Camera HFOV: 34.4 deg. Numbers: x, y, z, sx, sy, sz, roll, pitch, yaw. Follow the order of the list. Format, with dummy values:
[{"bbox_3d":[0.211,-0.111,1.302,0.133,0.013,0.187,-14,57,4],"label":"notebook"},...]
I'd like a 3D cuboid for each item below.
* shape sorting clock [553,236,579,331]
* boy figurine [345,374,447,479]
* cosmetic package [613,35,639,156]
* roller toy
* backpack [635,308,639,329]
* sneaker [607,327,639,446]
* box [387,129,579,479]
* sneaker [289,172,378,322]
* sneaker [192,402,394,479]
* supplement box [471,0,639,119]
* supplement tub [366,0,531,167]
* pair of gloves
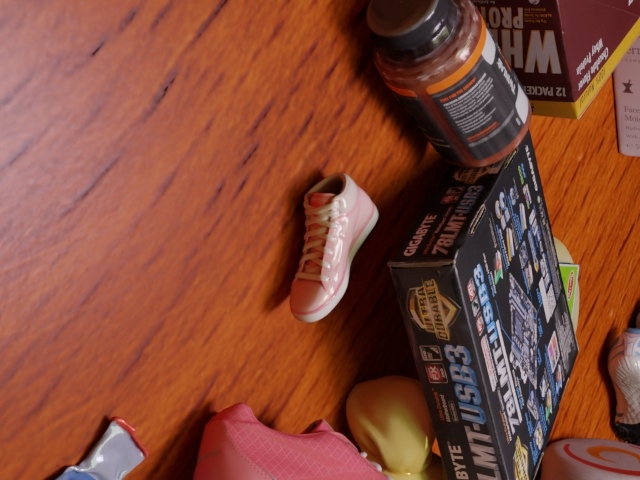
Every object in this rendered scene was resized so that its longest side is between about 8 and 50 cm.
[{"bbox_3d":[0.252,0.094,1.249,0.206,0.040,0.206,-7,101,-40],"label":"shape sorting clock"},{"bbox_3d":[0.067,0.271,1.017,0.177,0.092,0.285,-23,116,-47],"label":"boy figurine"},{"bbox_3d":[0.495,-0.220,1.390,0.151,0.151,0.183,-42,129,-38],"label":"cosmetic package"},{"bbox_3d":[0.379,0.354,1.365,0.191,0.209,0.146,5,97,-14],"label":"roller toy"},{"bbox_3d":[0.534,0.141,1.584,0.084,0.105,0.114,-74,149,-45],"label":"backpack"},{"bbox_3d":[0.482,0.228,1.555,0.086,0.085,0.237,-57,142,-37],"label":"sneaker"},{"bbox_3d":[0.176,0.075,1.037,0.293,0.073,0.295,-51,130,-51],"label":"box"},{"bbox_3d":[0.000,0.000,0.890,0.134,0.051,0.070,-61,138,-26],"label":"sneaker"},{"bbox_3d":[0.027,0.221,0.877,0.314,0.116,0.136,26,48,-33],"label":"sneaker"},{"bbox_3d":[0.227,-0.259,1.048,0.191,0.129,0.194,-49,134,-33],"label":"supplement box"},{"bbox_3d":[0.116,-0.157,0.952,0.198,0.106,0.106,44,65,-49],"label":"supplement tub"},{"bbox_3d":[-0.156,0.237,0.773,0.159,0.023,0.198,-54,136,-28],"label":"pair of gloves"}]
